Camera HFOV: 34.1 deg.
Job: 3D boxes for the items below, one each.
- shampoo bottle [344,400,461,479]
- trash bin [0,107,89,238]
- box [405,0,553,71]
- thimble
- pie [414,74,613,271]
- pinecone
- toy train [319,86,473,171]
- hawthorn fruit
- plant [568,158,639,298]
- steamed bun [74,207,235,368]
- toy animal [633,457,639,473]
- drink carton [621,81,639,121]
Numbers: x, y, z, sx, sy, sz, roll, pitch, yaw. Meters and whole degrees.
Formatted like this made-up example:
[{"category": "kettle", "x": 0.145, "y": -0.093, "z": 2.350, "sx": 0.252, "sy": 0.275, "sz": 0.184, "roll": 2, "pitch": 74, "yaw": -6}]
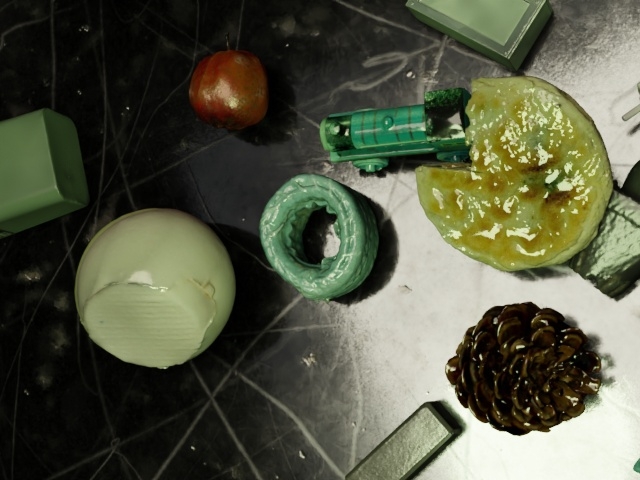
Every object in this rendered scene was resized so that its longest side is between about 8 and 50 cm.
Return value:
[{"category": "shampoo bottle", "x": 0.135, "y": 0.392, "z": 1.856, "sx": 0.246, "sy": 0.080, "sz": 0.079, "roll": -45, "pitch": 70, "yaw": 9}, {"category": "trash bin", "x": -0.674, "y": -0.123, "z": 2.167, "sx": 0.343, "sy": 0.158, "sz": 0.223, "roll": -16, "pitch": 79, "yaw": 17}, {"category": "box", "x": 0.287, "y": -0.423, "z": 1.894, "sx": 0.225, "sy": 0.086, "sz": 0.129, "roll": 33, "pitch": 95, "yaw": 21}, {"category": "thimble", "x": 0.000, "y": 0.000, "z": 1.918, "sx": 0.198, "sy": 0.143, "sz": 0.235, "roll": -4, "pitch": 82, "yaw": 20}, {"category": "pie", "x": 0.321, "y": -0.101, "z": 1.688, "sx": 0.338, "sy": 0.075, "sz": 0.337, "roll": 8, "pitch": 113, "yaw": 19}, {"category": "pinecone", "x": 0.331, "y": 0.212, "z": 1.714, "sx": 0.224, "sy": 0.272, "sz": 0.224, "roll": 0, "pitch": 90, "yaw": -8}, {"category": "toy train", "x": 0.146, "y": -0.198, "z": 1.861, "sx": 0.298, "sy": 0.194, "sz": 0.120, "roll": -5, "pitch": 83, "yaw": 20}, {"category": "hawthorn fruit", "x": -0.175, "y": -0.308, "z": 2.013, "sx": 0.157, "sy": 0.157, "sz": 0.194, "roll": -5, "pitch": 75, "yaw": 19}, {"category": "plant", "x": 0.524, "y": -0.030, "z": 1.735, "sx": 0.164, "sy": 0.142, "sz": 0.256, "roll": 36, "pitch": 100, "yaw": 21}, {"category": "steamed bun", "x": -0.298, "y": 0.064, "z": 1.963, "sx": 0.309, "sy": 0.309, "sz": 0.309, "roll": -2, "pitch": 83, "yaw": 20}, {"category": "toy animal", "x": 0.609, "y": 0.413, "z": 1.689, "sx": 0.208, "sy": 0.100, "sz": 0.103, "roll": 11, "pitch": 48, "yaw": 23}, {"category": "drink carton", "x": 0.595, "y": -0.264, "z": 1.770, "sx": 0.200, "sy": 0.074, "sz": 0.084, "roll": -41, "pitch": 72, "yaw": 12}]
